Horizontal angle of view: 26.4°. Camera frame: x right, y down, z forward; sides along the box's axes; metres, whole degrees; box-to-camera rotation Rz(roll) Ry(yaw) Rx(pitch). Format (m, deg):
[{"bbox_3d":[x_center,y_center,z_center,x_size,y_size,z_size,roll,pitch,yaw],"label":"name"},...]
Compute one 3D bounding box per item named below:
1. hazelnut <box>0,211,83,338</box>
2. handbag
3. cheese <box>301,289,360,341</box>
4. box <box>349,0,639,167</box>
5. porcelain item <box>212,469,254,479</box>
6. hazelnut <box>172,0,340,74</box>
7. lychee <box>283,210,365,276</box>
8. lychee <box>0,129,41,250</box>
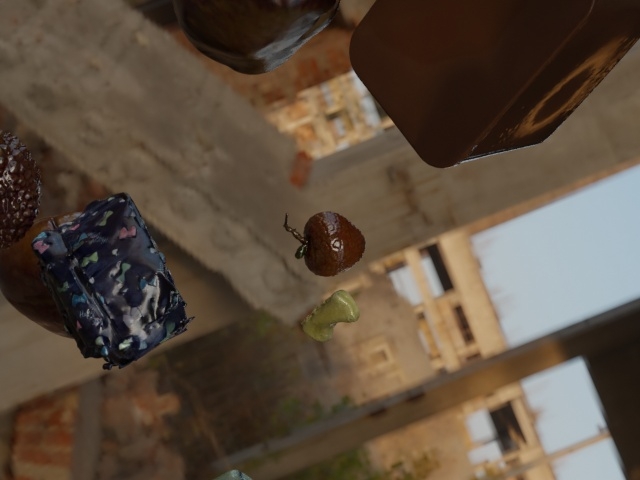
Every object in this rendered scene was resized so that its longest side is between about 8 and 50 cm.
[{"bbox_3d":[-0.414,0.059,2.226,0.229,0.229,0.229,158,-90,-89],"label":"hazelnut"},{"bbox_3d":[-0.280,0.056,1.814,0.260,0.162,0.113,53,-14,36],"label":"handbag"},{"bbox_3d":[0.014,0.091,1.609,0.044,0.083,0.030,48,41,2],"label":"cheese"},{"bbox_3d":[0.250,-0.285,1.777,0.229,0.339,0.239,-11,58,-48],"label":"box"},{"bbox_3d":[-0.164,0.517,2.084,0.157,0.286,0.281,45,28,-22],"label":"porcelain item"},{"bbox_3d":[-0.090,-0.319,1.636,0.234,0.218,0.218,-39,-113,49],"label":"hazelnut"},{"bbox_3d":[0.005,-0.001,2.223,0.101,0.140,0.114,-71,180,-57],"label":"lychee"},{"bbox_3d":[-0.455,-0.069,1.780,0.188,0.188,0.188,158,-90,-89],"label":"lychee"}]
